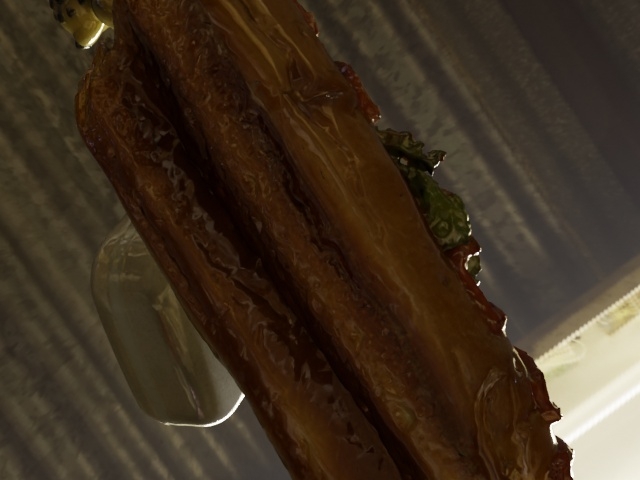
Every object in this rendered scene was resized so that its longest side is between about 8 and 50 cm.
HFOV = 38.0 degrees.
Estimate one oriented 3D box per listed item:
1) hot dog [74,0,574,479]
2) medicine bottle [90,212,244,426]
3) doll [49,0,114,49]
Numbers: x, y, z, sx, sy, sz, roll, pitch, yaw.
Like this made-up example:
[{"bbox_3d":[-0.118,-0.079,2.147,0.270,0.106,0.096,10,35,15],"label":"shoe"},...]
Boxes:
[{"bbox_3d":[0.000,0.000,0.476,0.117,0.158,0.349,-25,-104,-41],"label":"hot dog"},{"bbox_3d":[-0.113,0.017,1.077,0.122,0.375,0.282,2,-53,21],"label":"medicine bottle"},{"bbox_3d":[-0.223,-0.258,1.000,0.086,0.291,0.117,-10,-70,-32],"label":"doll"}]
